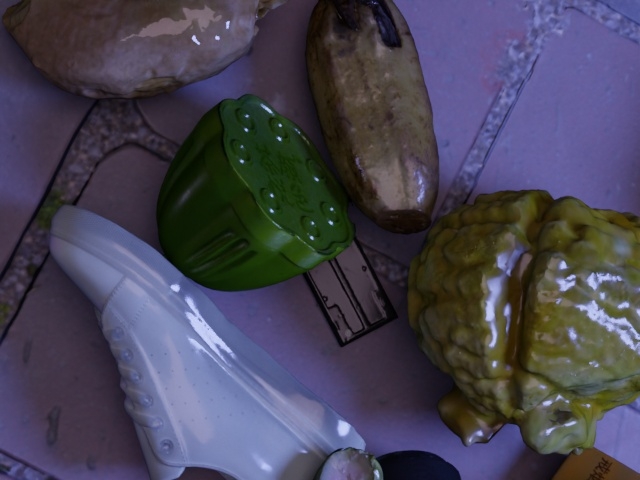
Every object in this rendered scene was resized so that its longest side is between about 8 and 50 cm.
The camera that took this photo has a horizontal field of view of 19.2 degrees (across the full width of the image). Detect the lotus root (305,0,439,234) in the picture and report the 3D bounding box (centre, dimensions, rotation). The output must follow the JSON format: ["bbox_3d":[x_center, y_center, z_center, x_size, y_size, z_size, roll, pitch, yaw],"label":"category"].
[{"bbox_3d":[0.049,-0.127,1.791,0.110,0.097,0.258,-11,73,-1],"label":"lotus root"}]

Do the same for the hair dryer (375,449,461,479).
[{"bbox_3d":[0.209,0.264,1.713,0.352,0.107,0.189,-11,54,6],"label":"hair dryer"}]

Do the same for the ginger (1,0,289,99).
[{"bbox_3d":[-0.163,-0.202,1.754,0.267,0.138,0.152,4,78,-5],"label":"ginger"}]

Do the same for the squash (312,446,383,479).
[{"bbox_3d":[-0.003,0.287,1.714,0.069,0.069,0.239,21,112,-7],"label":"squash"}]

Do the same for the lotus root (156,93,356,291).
[{"bbox_3d":[-0.086,-0.018,1.748,0.186,0.186,0.186,1,83,-10],"label":"lotus root"}]

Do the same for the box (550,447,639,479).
[{"bbox_3d":[0.304,0.325,1.730,0.274,0.076,0.174,30,77,34],"label":"box"}]

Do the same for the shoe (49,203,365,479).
[{"bbox_3d":[-0.138,0.131,1.724,0.363,0.132,0.160,42,78,-10],"label":"shoe"}]

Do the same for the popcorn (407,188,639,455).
[{"bbox_3d":[0.211,0.068,1.746,0.270,0.224,0.258,-32,94,-6],"label":"popcorn"}]

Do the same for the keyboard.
[{"bbox_3d":[0.000,0.000,1.822,0.067,0.011,0.202,-27,89,-14],"label":"keyboard"}]
